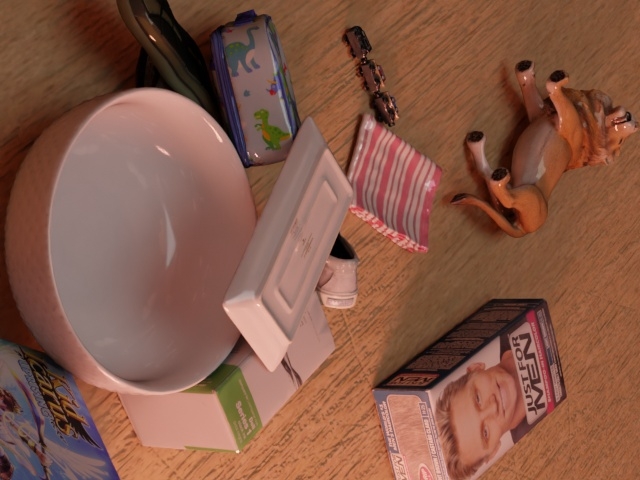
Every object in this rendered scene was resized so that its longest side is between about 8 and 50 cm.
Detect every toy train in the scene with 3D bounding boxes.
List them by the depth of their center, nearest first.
[{"bbox_3d":[0.074,-0.232,2.235,0.158,0.027,0.036,65,33,-25],"label":"toy train"}]

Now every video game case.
[{"bbox_3d":[-0.311,0.199,1.564,0.244,0.061,0.269,27,23,-49],"label":"video game case"}]

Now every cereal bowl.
[{"bbox_3d":[-0.223,0.004,1.749,0.339,0.141,0.339,8,80,-51],"label":"cereal bowl"}]

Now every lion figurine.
[{"bbox_3d":[0.347,-0.122,2.511,0.392,0.142,0.240,-49,134,-24],"label":"lion figurine"}]

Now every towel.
[{"bbox_3d":[0.106,-0.080,2.263,0.197,0.029,0.144,32,63,-46],"label":"towel"}]

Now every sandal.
[{"bbox_3d":[-0.183,-0.193,1.852,0.303,0.086,0.120,60,10,-49],"label":"sandal"}]

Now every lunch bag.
[{"bbox_3d":[-0.079,-0.185,1.913,0.219,0.090,0.176,-96,173,-78],"label":"lunch bag"}]

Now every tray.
[{"bbox_3d":[-0.025,0.003,1.815,0.145,0.030,0.270,57,47,-46],"label":"tray"}]

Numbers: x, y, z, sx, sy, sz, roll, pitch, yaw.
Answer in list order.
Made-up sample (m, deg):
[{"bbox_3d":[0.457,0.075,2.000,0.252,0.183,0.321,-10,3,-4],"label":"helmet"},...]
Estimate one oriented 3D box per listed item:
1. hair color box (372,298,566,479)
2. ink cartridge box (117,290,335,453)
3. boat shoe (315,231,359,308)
[{"bbox_3d":[0.228,0.227,2.342,0.347,0.105,0.174,-31,112,-47],"label":"hair color box"},{"bbox_3d":[-0.107,0.148,1.876,0.219,0.160,0.093,-43,121,-43],"label":"ink cartridge box"},{"bbox_3d":[-0.001,0.000,1.979,0.079,0.227,0.081,3,116,-22],"label":"boat shoe"}]
